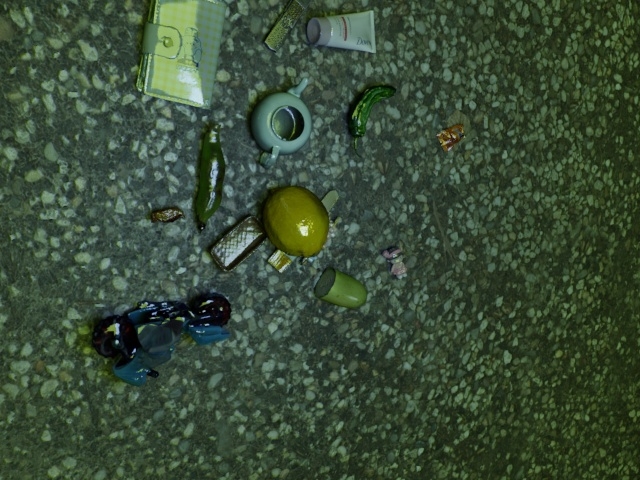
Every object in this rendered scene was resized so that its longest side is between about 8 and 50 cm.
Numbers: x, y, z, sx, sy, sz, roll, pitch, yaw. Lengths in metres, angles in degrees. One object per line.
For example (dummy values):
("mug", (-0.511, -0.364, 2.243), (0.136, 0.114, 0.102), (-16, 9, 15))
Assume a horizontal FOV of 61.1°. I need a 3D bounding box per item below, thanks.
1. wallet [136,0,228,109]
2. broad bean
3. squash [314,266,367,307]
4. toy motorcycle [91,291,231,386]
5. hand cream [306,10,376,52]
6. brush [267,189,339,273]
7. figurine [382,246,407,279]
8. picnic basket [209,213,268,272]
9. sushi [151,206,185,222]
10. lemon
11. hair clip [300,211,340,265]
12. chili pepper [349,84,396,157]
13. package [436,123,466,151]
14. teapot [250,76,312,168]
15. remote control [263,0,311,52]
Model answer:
("wallet", (-0.393, -0.550, 1.550), (0.223, 0.077, 0.309), (8, 98, -29))
("broad bean", (-0.332, -0.182, 1.647), (0.077, 0.061, 0.338), (8, 97, -13))
("squash", (0.082, 0.175, 1.874), (0.187, 0.123, 0.123), (26, 89, -29))
("toy motorcycle", (-0.465, 0.298, 1.637), (0.416, 0.172, 0.232), (-13, 111, -30))
("hand cream", (0.080, -0.666, 1.738), (0.248, 0.083, 0.133), (-15, 108, -31))
("brush", (-0.050, -0.039, 1.823), (0.085, 0.020, 0.336), (44, 80, -23))
("figurine", (0.271, 0.081, 1.974), (0.072, 0.054, 0.129), (-23, 116, -3))
("picnic basket", (-0.260, 0.007, 1.719), (0.193, 0.055, 0.110), (-42, 114, -12))
("sushi", (-0.457, -0.074, 1.618), (0.099, 0.050, 0.047), (-13, 99, -15))
("lemon", (-0.077, -0.060, 1.696), (0.204, 0.204, 0.260), (-25, 72, -18))
("hair clip", (0.006, 0.003, 1.838), (0.056, 0.062, 0.213), (29, 82, 4))
("chili pepper", (0.152, -0.424, 1.815), (0.122, 0.065, 0.278), (34, 81, -22))
("package", (0.486, -0.380, 1.989), (0.111, 0.033, 0.077), (-29, 120, -12))
("teapot", (-0.117, -0.358, 1.672), (0.193, 0.129, 0.294), (22, 90, -25))
("remote control", (-0.102, -0.679, 1.675), (0.059, 0.028, 0.212), (36, 85, -29))
